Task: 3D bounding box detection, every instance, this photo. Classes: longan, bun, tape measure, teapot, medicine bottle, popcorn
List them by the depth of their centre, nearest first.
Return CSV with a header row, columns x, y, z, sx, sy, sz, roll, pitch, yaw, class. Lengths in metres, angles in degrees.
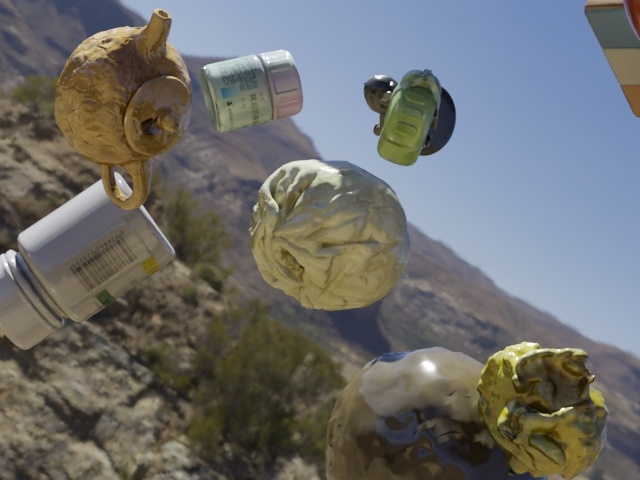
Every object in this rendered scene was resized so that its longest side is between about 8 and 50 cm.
x,y,z,sx,sy,sz,roll,pitch,yaw,class
0.000,0.000,1.259,0.229,0.229,0.145,30,43,21,bun
-0.261,-0.181,1.354,0.167,0.311,0.203,30,29,32,teapot
0.333,0.257,1.440,0.218,0.169,0.189,50,-20,16,popcorn
0.148,-0.198,1.557,0.088,0.154,0.177,20,-19,5,tape measure
0.207,0.415,1.725,0.435,0.404,0.404,68,-14,-18,longan
-0.129,-0.282,1.780,0.135,0.169,0.135,164,-90,-78,medicine bottle
-0.472,0.043,1.816,0.208,0.340,0.208,54,-7,10,medicine bottle

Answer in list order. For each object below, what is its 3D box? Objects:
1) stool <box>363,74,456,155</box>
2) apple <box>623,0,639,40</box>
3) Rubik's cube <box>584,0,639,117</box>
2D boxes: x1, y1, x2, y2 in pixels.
x,y,z,sx,sy,sz,roll,pitch,yaw,class
0.186,-0.284,2.040,0.228,0.153,0.139,53,-14,-26,stool
0.423,-0.287,0.983,0.173,0.235,0.210,41,33,-2,apple
0.781,-0.464,1.860,0.344,0.346,0.347,12,-24,45,Rubik's cube
